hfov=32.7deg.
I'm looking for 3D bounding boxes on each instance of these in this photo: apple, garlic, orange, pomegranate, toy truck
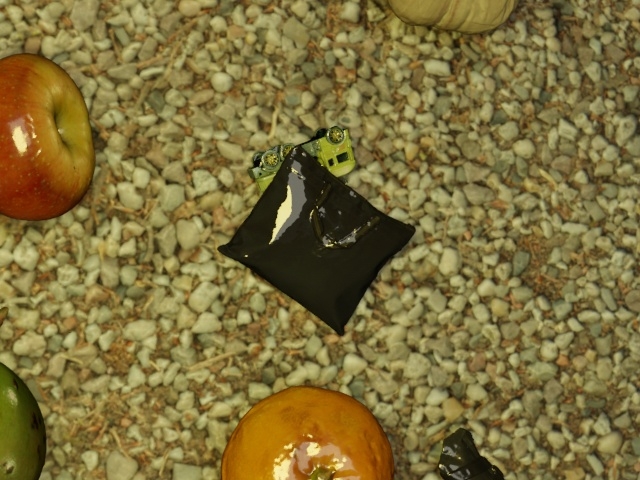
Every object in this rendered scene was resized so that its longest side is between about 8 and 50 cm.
[{"bbox_3d":[-0.428,-0.145,1.566,0.173,0.210,0.235,-9,72,19],"label":"apple"},{"bbox_3d":[0.208,-0.483,1.741,0.317,0.259,0.318,3,82,-19],"label":"garlic"},{"bbox_3d":[-0.018,0.343,1.599,0.261,0.261,0.261,2,83,-15],"label":"orange"},{"bbox_3d":[-0.503,0.234,1.460,0.290,0.291,0.323,13,80,-13],"label":"pomegranate"},{"bbox_3d":[-0.026,-0.113,1.729,0.169,0.077,0.100,-21,99,-17],"label":"toy truck"}]

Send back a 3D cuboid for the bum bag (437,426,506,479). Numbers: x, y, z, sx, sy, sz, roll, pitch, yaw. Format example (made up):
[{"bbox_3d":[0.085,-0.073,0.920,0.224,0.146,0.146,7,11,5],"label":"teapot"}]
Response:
[{"bbox_3d":[0.258,0.396,1.762,0.198,0.049,0.087,49,50,-4],"label":"bum bag"}]

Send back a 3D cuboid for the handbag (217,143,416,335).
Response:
[{"bbox_3d":[0.000,0.000,1.696,0.254,0.088,0.211,36,92,-20],"label":"handbag"}]
